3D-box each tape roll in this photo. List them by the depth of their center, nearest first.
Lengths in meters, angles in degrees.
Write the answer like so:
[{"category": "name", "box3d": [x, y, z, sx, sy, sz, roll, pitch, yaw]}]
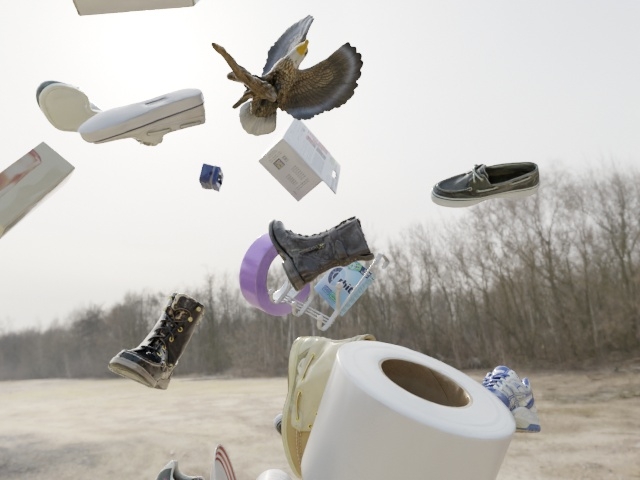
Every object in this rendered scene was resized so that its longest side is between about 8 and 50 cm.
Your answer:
[{"category": "tape roll", "box3d": [0.113, 0.265, 0.622, 0.245, 0.169, 0.246, 17, 8, -3]}, {"category": "tape roll", "box3d": [-0.139, 0.110, 1.554, 0.090, 0.275, 0.274, 14, 0, 41]}]

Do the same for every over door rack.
[{"category": "over door rack", "box3d": [0.019, 0.103, 1.429, 0.239, 0.324, 0.108, 22, -36, 40]}]

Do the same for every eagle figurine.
[{"category": "eagle figurine", "box3d": [-0.066, -0.394, 1.079, 0.225, 0.227, 0.298, 2, 29, 38]}]

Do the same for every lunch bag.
[{"category": "lunch bag", "box3d": [-0.336, -0.197, 1.436, 0.065, 0.067, 0.098, 11, -13, -2]}]

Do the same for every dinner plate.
[{"category": "dinner plate", "box3d": [-0.123, 0.341, 0.602, 0.017, 0.141, 0.141, -15, -13, -7]}]

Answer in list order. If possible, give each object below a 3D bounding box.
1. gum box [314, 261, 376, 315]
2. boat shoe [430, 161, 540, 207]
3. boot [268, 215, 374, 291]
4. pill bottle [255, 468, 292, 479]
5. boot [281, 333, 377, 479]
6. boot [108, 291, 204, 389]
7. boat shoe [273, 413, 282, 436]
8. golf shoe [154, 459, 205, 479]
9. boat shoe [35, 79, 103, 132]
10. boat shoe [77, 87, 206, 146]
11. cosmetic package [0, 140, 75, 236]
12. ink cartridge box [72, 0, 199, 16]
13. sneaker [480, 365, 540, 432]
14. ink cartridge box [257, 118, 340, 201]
[{"category": "gum box", "box3d": [0.085, 0.154, 1.660, 0.157, 0.184, 0.041, 41, -2, 44]}, {"category": "boat shoe", "box3d": [0.513, -0.193, 1.452, 0.334, 0.121, 0.119, -9, -40, 14]}, {"category": "boot", "box3d": [0.000, 0.000, 1.187, 0.228, 0.263, 0.091, -28, -40, -1]}, {"category": "pill bottle", "box3d": [-0.142, 0.751, 1.288, 0.131, 0.131, 0.229, -3, -4, 0]}, {"category": "boot", "box3d": [0.027, 0.302, 0.829, 0.095, 0.262, 0.203, 17, -22, -38]}, {"category": "boot", "box3d": [-0.473, 0.291, 1.384, 0.138, 0.285, 0.377, 22, -22, 7]}, {"category": "boat shoe", "box3d": [-0.048, 0.606, 1.384, 0.228, 0.080, 0.076, 48, 1, -22]}, {"category": "golf shoe", "box3d": [-0.315, 0.677, 1.165, 0.272, 0.120, 0.105, 26, -11, 12]}, {"category": "boat shoe", "box3d": [-0.668, -0.357, 1.217, 0.099, 0.116, 0.319, 41, -1, -2]}, {"category": "boat shoe", "box3d": [-0.364, -0.244, 0.973, 0.267, 0.088, 0.096, -33, 45, -32]}, {"category": "cosmetic package", "box3d": [-0.935, -0.155, 1.434, 0.129, 0.296, 0.153, 44, -43, -18]}, {"category": "ink cartridge box", "box3d": [-0.310, -0.535, 0.867, 0.222, 0.308, 0.129, -1, -50, 7]}, {"category": "sneaker", "box3d": [0.365, 0.330, 0.978, 0.111, 0.131, 0.296, -17, -32, 38]}, {"category": "ink cartridge box", "box3d": [-0.063, -0.285, 1.703, 0.130, 0.310, 0.272, -38, -72, 24]}]
